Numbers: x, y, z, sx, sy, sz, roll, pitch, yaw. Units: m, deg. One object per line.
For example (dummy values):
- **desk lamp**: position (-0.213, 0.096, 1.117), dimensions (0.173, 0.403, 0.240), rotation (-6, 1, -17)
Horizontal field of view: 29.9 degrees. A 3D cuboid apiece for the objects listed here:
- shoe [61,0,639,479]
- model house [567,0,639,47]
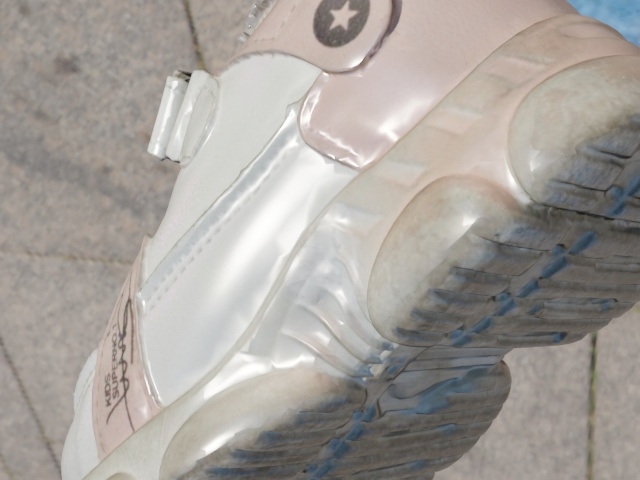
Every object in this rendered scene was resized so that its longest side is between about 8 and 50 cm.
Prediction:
- **shoe**: position (0.001, 0.001, 0.542), dimensions (0.351, 0.198, 0.172), rotation (-41, 146, 26)
- **model house**: position (0.297, -0.184, 1.157), dimensions (0.303, 0.237, 0.215), rotation (39, 100, 4)
